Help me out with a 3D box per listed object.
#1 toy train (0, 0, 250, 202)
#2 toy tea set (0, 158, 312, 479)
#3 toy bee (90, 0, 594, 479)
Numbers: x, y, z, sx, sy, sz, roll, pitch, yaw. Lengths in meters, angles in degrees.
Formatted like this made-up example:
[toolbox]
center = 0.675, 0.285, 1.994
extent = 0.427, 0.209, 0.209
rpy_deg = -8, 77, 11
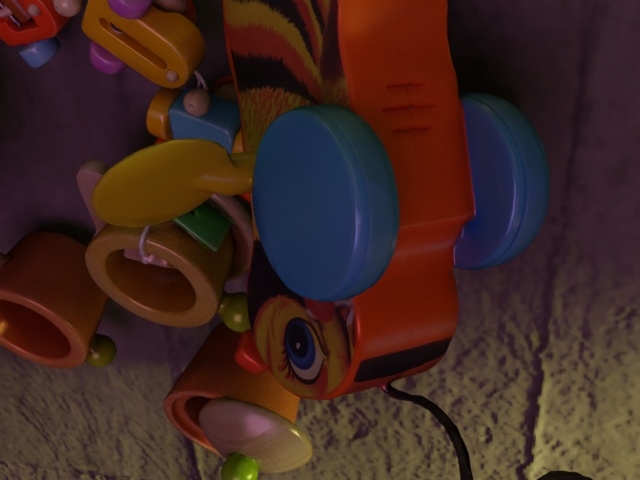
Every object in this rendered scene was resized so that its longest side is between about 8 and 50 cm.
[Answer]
[toy train]
center = -0.088, -0.083, 0.451
extent = 0.125, 0.046, 0.166
rpy_deg = -4, 136, 46
[toy tea set]
center = -0.149, 0.033, 0.476
extent = 0.335, 0.124, 0.200
rpy_deg = 25, 143, -3
[toy bee]
center = 0.000, 0.000, 0.386
extent = 0.195, 0.299, 0.162
rpy_deg = 15, 160, -29
